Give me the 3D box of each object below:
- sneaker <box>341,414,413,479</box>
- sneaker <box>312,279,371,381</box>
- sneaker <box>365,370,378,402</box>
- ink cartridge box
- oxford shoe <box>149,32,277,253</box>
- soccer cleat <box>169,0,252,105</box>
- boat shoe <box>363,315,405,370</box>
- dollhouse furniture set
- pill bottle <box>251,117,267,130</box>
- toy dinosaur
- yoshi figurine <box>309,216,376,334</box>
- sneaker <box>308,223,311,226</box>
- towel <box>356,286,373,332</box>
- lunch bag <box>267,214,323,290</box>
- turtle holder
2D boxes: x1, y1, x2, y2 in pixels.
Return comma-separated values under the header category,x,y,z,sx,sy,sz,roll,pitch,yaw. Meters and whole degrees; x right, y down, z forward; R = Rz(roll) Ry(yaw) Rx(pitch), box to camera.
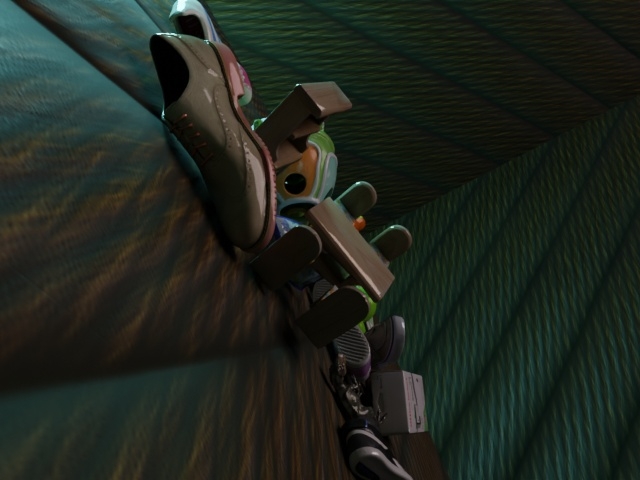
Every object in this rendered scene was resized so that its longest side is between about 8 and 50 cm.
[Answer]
category,x,y,z,sx,sy,sz,roll,pitch,yaw
sneaker,0.112,0.406,0.943,0.217,0.079,0.121,58,8,-32
sneaker,0.055,0.234,1.301,0.161,0.102,0.282,73,-1,-52
sneaker,0.168,0.453,1.485,0.188,0.066,0.071,66,-14,-22
ink cartridge box,0.218,0.443,1.362,0.219,0.092,0.160,37,46,-61
oxford shoe,-0.189,-0.161,0.828,0.146,0.140,0.397,-2,66,-50
soccer cleat,-0.311,-0.503,1.400,0.331,0.116,0.143,57,23,-32
boat shoe,0.150,0.287,1.352,0.302,0.094,0.109,107,-12,-57
dollhouse furniture set,0.030,-0.073,0.986,0.394,0.256,0.362,51,29,0
pill bottle,-0.174,-0.346,1.832,0.187,0.112,0.112,59,6,-36
toy dinosaur,0.085,0.359,1.048,0.268,0.064,0.118,64,19,5
yoshi figurine,0.080,0.112,1.493,0.203,0.203,0.362,8,-70,65
sneaker,-0.007,0.036,1.712,0.108,0.100,0.271,26,31,-58
towel,0.152,0.155,1.815,0.325,0.038,0.248,-85,161,-46
lunch bag,-0.060,0.025,1.103,0.129,0.096,0.151,66,8,27
turtle holder,-0.083,-0.157,1.329,0.320,0.243,0.227,-43,-130,54
